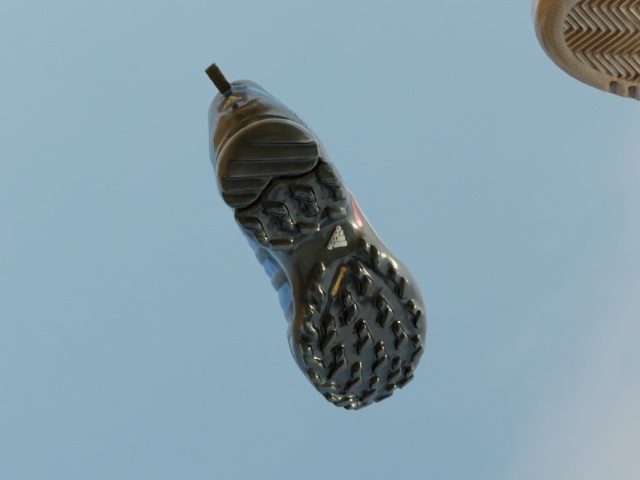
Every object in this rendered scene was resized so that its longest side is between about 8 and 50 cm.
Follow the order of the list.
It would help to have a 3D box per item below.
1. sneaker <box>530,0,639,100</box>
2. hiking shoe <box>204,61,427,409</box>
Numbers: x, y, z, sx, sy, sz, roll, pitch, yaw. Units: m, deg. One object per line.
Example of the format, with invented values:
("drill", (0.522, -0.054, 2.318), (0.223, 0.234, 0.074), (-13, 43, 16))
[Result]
("sneaker", (0.225, -0.157, 0.885), (0.282, 0.099, 0.153), (-9, -133, -5))
("hiking shoe", (0.000, 0.000, 1.455), (0.113, 0.304, 0.132), (-23, -142, 0))
